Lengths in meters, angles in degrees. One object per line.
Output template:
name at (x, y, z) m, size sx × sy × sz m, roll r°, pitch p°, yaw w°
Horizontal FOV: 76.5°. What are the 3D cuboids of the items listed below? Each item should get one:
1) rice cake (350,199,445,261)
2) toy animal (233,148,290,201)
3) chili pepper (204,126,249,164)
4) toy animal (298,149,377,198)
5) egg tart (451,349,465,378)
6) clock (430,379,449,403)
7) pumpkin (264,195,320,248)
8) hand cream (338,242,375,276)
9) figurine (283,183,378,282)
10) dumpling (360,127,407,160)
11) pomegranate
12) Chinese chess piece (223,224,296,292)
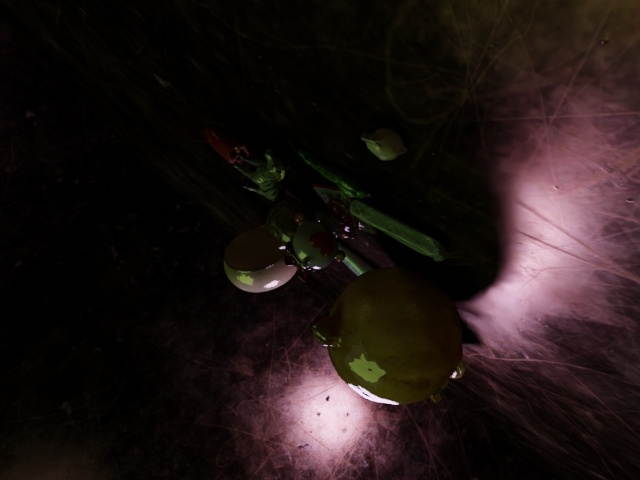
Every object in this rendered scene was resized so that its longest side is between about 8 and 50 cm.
rice cake at (0.171, -0.024, 0.899) m, size 0.226 × 0.040 × 0.085 m, roll 31°, pitch -177°, yaw 26°
toy animal at (-0.176, -0.196, 1.193) m, size 0.170 × 0.089 × 0.255 m, roll 34°, pitch 170°, yaw 4°
chili pepper at (-0.300, -0.303, 1.237) m, size 0.169 × 0.064 × 0.088 m, roll 40°, pitch -165°, yaw 23°
toy animal at (0.038, -0.136, 0.919) m, size 0.217 × 0.041 × 0.075 m, roll 37°, pitch 170°, yaw 27°
egg tart at (0.405, 0.363, 1.453) m, size 0.290 × 0.115 × 0.290 m, roll 39°, pitch 160°, yaw 17°
clock at (0.328, 0.385, 1.380) m, size 0.277 × 0.071 × 0.293 m, roll 42°, pitch 153°, yaw 41°
pumpkin at (-0.071, -0.034, 1.221) m, size 0.219 × 0.162 × 0.219 m, roll 35°, pitch -174°, yaw -4°
hand cream at (0.129, 0.090, 1.395) m, size 0.331 × 0.058 × 0.085 m, roll 37°, pitch 169°, yaw 5°
figurine at (0.000, 0.000, 1.063) m, size 0.160 × 0.226 × 0.183 m, roll 20°, pitch 157°, yaw 52°
dumpling at (0.098, -0.153, 0.650) m, size 0.057 × 0.076 × 0.052 m, roll 13°, pitch 128°, yaw 54°
pomegranate at (0.167, 0.251, 1.101) m, size 0.410 × 0.410 × 0.410 m, roll 36°, pitch 167°, yaw 10°
Chinese chess piece at (-0.261, 0.076, 1.806) m, size 0.338 × 0.338 × 0.140 m, roll 27°, pitch 144°, yaw 41°
